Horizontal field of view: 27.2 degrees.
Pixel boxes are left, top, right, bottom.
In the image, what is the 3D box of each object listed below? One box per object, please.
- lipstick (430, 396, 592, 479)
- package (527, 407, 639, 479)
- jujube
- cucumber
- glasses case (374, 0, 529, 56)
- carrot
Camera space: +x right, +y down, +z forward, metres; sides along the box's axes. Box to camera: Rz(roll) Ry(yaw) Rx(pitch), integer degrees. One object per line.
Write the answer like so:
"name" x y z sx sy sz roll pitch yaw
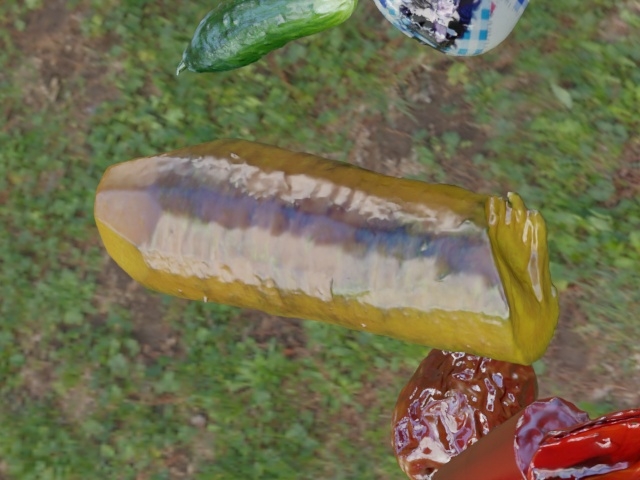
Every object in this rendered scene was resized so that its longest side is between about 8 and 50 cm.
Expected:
"lipstick" 0.142 0.177 1.006 0.073 0.279 0.073 2 73 -7
"package" 0.209 0.302 0.717 0.196 0.123 0.423 0 66 -1
"jujube" 0.194 0.230 1.787 0.174 0.174 0.250 4 40 31
"cucumber" -0.033 -0.115 0.691 0.155 0.037 0.037 -13 72 52
"glasses case" 0.146 -0.293 1.019 0.327 0.125 0.076 -63 17 -11
"carrot" 0.000 0.000 0.847 0.302 0.114 0.114 10 85 24
